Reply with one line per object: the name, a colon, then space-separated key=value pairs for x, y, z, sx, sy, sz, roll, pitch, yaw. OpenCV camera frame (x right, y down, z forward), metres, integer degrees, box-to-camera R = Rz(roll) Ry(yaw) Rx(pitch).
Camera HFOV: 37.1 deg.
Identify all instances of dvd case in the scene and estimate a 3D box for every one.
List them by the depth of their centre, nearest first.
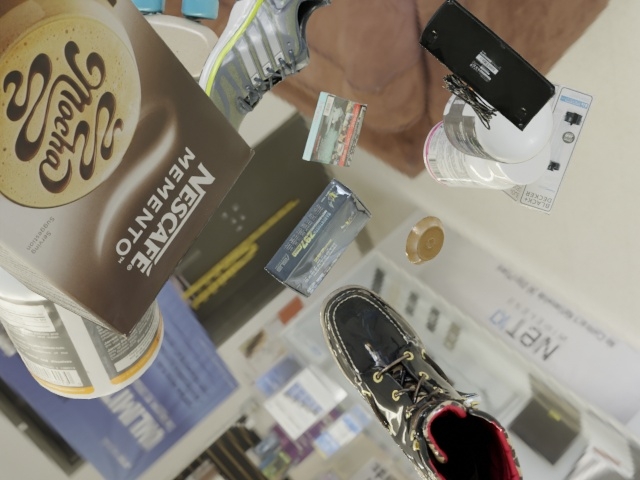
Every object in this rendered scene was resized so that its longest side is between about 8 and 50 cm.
dvd case: x=0.020 y=-0.140 z=1.220 sx=0.013 sy=0.087 sz=0.119 roll=19 pitch=-171 yaw=24

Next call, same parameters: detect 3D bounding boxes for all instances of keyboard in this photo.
keyboard: x=0.211 y=-0.225 z=1.268 sx=0.192 sy=0.100 sz=0.038 roll=40 pitch=-167 yaw=-6

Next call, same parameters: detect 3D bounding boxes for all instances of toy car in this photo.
toy car: x=-0.290 y=-0.387 z=1.976 sx=0.210 sy=0.219 sz=0.238 roll=6 pitch=-173 yaw=6

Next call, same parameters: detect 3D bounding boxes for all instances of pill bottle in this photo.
pill bottle: x=-0.266 y=0.030 z=0.987 sx=0.162 sy=0.162 sz=0.278 roll=39 pitch=153 yaw=32
pill bottle: x=0.280 y=-0.199 z=1.582 sx=0.130 sy=0.130 sz=0.245 roll=52 pitch=178 yaw=-12
pill bottle: x=0.360 y=-0.192 z=2.075 sx=0.160 sy=0.160 sz=0.283 roll=54 pitch=163 yaw=-19

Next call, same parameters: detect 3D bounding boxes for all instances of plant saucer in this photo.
plant saucer: x=0.171 y=0.003 z=1.524 sx=0.015 sy=0.083 sz=0.083 roll=30 pitch=156 yaw=45

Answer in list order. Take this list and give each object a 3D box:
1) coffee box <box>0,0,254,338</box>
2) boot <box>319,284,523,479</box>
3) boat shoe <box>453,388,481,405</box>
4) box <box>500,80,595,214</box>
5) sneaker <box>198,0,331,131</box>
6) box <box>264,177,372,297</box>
coffee box: x=-0.191 y=-0.089 z=0.588 sx=0.119 sy=0.168 sz=0.297 roll=19 pitch=160 yaw=37
boot: x=0.146 y=0.235 z=1.401 sx=0.377 sy=0.138 sz=0.284 roll=60 pitch=172 yaw=-5
boat shoe: x=0.233 y=0.296 z=1.788 sx=0.142 sy=0.049 sz=0.040 roll=-15 pitch=80 yaw=34
box: x=0.526 y=-0.221 z=2.228 sx=0.087 sy=0.290 sz=0.169 roll=16 pitch=-167 yaw=-7
sneaker: x=-0.084 y=-0.254 z=1.356 sx=0.121 sy=0.300 sz=0.111 roll=22 pitch=-179 yaw=13
box: x=0.000 y=0.000 z=1.962 sx=0.059 sy=0.233 sz=0.183 roll=36 pitch=178 yaw=21
